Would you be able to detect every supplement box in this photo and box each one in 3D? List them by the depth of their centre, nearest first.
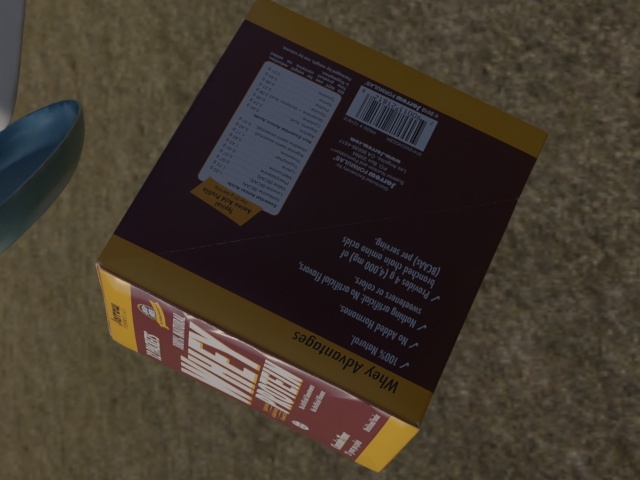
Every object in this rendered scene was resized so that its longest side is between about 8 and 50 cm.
[{"bbox_3d":[0.000,0.000,0.651,0.194,0.191,0.129,-62,-4,-23],"label":"supplement box"}]

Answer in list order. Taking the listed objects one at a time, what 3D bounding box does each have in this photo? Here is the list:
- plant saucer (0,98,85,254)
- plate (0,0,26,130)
[{"bbox_3d":[-0.341,-0.018,1.024,0.044,0.317,0.317,54,159,-23],"label":"plant saucer"},{"bbox_3d":[-0.274,-0.209,0.544,0.045,0.277,0.278,-37,-43,-75],"label":"plate"}]
